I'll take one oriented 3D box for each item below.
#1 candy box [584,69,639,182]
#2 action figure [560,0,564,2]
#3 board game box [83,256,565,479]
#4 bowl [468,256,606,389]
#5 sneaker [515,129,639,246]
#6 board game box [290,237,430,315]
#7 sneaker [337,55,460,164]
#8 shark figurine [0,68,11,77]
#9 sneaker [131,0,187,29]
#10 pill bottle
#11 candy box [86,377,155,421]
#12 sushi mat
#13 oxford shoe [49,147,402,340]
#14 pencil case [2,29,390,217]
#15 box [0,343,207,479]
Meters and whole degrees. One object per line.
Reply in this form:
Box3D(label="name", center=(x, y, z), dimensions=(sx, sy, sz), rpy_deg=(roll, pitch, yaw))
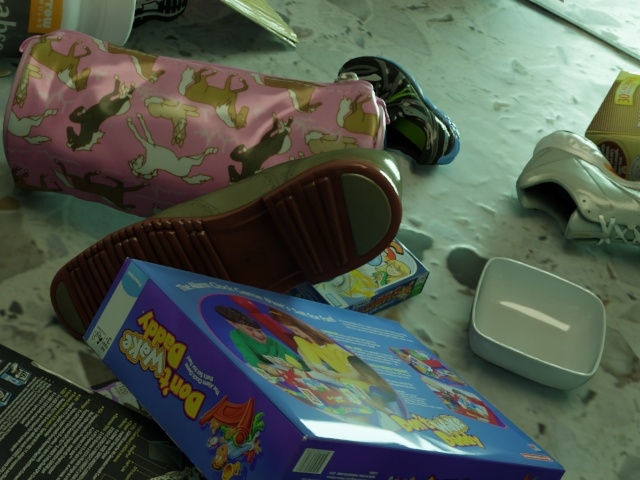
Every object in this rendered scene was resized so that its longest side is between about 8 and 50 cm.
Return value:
Box3D(label="candy box", center=(0.497, -0.113, 1.648), dimensions=(0.316, 0.087, 0.183), rpy_deg=(13, 36, 21))
Box3D(label="action figure", center=(0.309, -0.442, 1.979), dimensions=(0.276, 0.248, 0.370), rpy_deg=(29, 30, -34))
Box3D(label="board game box", center=(0.013, 0.134, 1.084), dimensions=(0.347, 0.078, 0.233), rpy_deg=(17, 18, -48))
Box3D(label="bowl", center=(0.221, 0.093, 1.397), dimensions=(0.142, 0.053, 0.142), rpy_deg=(21, 40, 2))
Box3D(label="sneaker", center=(0.344, -0.023, 1.561), dimensions=(0.262, 0.099, 0.121), rpy_deg=(27, 47, 20))
Box3D(label="board game box", center=(0.000, 0.000, 1.423), dimensions=(0.136, 0.035, 0.201), rpy_deg=(-21, 55, -38))
Box3D(label="sneaker", center=(0.087, -0.158, 1.614), dimensions=(0.078, 0.067, 0.188), rpy_deg=(-18, 55, -44))
Box3D(label="shark figurine", center=(-0.384, -0.078, 1.309), dimensions=(0.166, 0.116, 0.278), rpy_deg=(-9, 27, 17))
Box3D(label="sneaker", center=(-0.213, -0.293, 1.663), dimensions=(0.109, 0.040, 0.044), rpy_deg=(-18, 51, -37))
Box3D(label="pill bottle", center=(-0.357, -0.286, 1.500), dimensions=(0.278, 0.162, 0.162), rpy_deg=(-1, 44, -23))
Box3D(label="candy box", center=(-0.116, 0.186, 1.136), dimensions=(0.196, 0.070, 0.165), rpy_deg=(-17, 53, -36))
Box3D(label="sushi mat", center=(-0.152, -0.331, 1.626), dimensions=(0.316, 0.019, 0.151), rpy_deg=(23, 23, -53))
Box3D(label="oxford shoe", center=(-0.080, 0.007, 1.236), dimensions=(0.348, 0.123, 0.130), rpy_deg=(-17, 16, 15))
Box3D(label="pencil case", center=(-0.126, -0.104, 1.351), dimensions=(0.386, 0.160, 0.167), rpy_deg=(10, 51, 3))
Box3D(label="box", center=(-0.217, 0.247, 0.875), dimensions=(0.318, 0.097, 0.395), rpy_deg=(23, 34, 7))
